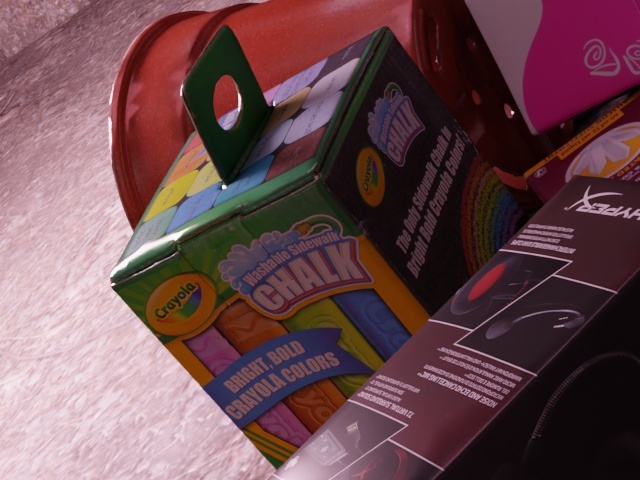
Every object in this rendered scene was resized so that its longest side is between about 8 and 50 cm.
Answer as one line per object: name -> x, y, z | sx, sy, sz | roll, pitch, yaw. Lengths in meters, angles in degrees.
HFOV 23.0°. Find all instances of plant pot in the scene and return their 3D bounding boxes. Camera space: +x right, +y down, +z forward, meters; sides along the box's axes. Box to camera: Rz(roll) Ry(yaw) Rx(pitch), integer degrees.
plant pot -> 0.029, -0.086, 1.192 | 0.265, 0.272, 0.272 | -17, 29, 37

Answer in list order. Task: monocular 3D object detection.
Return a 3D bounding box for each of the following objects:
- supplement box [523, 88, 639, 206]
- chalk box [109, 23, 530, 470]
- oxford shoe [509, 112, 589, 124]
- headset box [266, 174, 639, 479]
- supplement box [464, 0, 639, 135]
supplement box -> 0.208, -0.014, 0.971 | 0.104, 0.081, 0.188 | -37, 20, 7
chalk box -> 0.000, 0.000, 1.001 | 0.179, 0.289, 0.180 | -27, 23, 33
oxford shoe -> 0.197, -0.164, 1.295 | 0.083, 0.096, 0.227 | -16, 32, 44
headset box -> 0.089, 0.151, 0.627 | 0.293, 0.218, 0.110 | -44, 19, -12
supplement box -> 0.211, -0.162, 1.130 | 0.111, 0.114, 0.220 | -26, -2, 32
